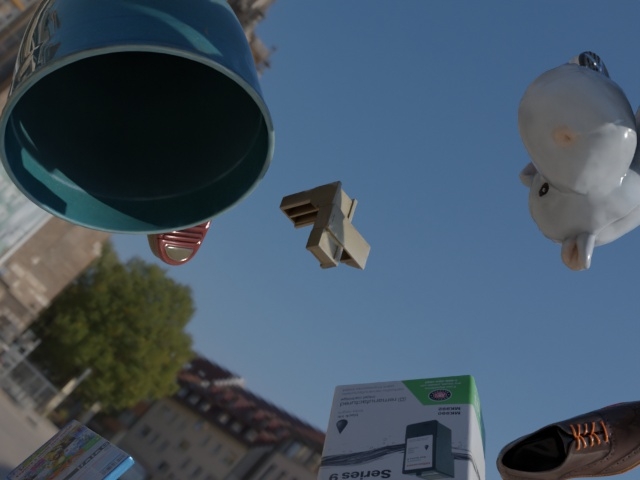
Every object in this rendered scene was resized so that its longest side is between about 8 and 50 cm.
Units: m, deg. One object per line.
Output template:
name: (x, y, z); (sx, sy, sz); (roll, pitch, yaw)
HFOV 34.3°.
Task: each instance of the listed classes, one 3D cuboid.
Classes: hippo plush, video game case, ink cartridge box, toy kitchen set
hippo plush: (0.293, -0.100, 0.940); (0.234, 0.236, 0.294); (-93, 163, -48)
video game case: (-0.326, 0.297, 1.341); (0.166, 0.119, 0.015); (14, -42, 51)
ink cartridge box: (0.113, 0.322, 1.408); (0.211, 0.289, 0.122); (-7, -61, 12)
toy kitchen set: (0.000, 0.000, 1.030); (0.075, 0.083, 0.068); (-14, -47, 35)

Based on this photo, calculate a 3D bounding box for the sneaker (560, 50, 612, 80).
sneaker: (0.391, -0.161, 1.484); (0.081, 0.080, 0.211); (-18, -86, 44)

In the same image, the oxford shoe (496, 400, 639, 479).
oxford shoe: (0.383, 0.292, 1.483); (0.098, 0.271, 0.097); (51, 18, -64)

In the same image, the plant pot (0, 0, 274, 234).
plant pot: (-0.194, -0.189, 1.108); (0.272, 0.271, 0.255); (67, 12, -52)

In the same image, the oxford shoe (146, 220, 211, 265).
oxford shoe: (-0.237, -0.133, 1.595); (0.130, 0.348, 0.123); (-4, -11, 38)
